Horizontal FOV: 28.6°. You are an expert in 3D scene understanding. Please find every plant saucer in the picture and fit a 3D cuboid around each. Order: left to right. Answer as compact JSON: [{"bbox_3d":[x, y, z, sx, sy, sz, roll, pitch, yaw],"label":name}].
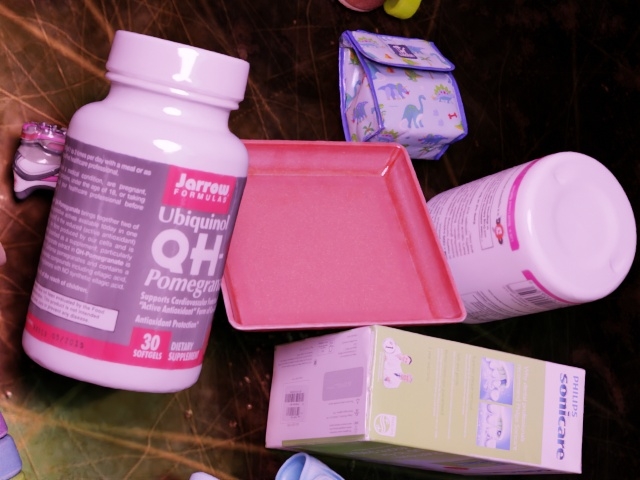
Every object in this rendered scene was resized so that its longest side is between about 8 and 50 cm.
[{"bbox_3d":[0.000,0.000,1.354,0.258,0.047,0.259,-1,50,-20],"label":"plant saucer"}]

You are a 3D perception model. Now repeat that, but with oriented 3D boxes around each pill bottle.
[{"bbox_3d":[-0.167,-0.030,1.195,0.176,0.176,0.318,10,97,-30],"label":"pill bottle"},{"bbox_3d":[0.200,0.008,1.413,0.160,0.283,0.160,7,76,-31],"label":"pill bottle"}]

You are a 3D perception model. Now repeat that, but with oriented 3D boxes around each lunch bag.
[{"bbox_3d":[0.094,-0.180,1.506,0.129,0.096,0.151,2,64,-29],"label":"lunch bag"}]

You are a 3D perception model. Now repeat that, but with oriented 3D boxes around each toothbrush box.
[{"bbox_3d":[0.114,0.182,1.368,0.283,0.206,0.122,13,74,-31],"label":"toothbrush box"}]

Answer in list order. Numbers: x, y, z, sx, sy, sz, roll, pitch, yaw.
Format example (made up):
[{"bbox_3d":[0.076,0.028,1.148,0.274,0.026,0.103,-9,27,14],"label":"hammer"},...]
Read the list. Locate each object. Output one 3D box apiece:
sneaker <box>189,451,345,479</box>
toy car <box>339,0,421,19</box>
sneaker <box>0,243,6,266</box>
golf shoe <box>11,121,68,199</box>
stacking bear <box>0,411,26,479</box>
[{"bbox_3d":[0.020,0.301,1.328,0.366,0.135,0.150,8,79,-32],"label":"sneaker"},{"bbox_3d":[0.089,-0.363,1.479,0.155,0.188,0.149,15,72,-29],"label":"toy car"},{"bbox_3d":[-0.386,-0.032,1.176,0.086,0.064,0.192,-35,85,-33],"label":"sneaker"},{"bbox_3d":[-0.228,-0.064,1.298,0.186,0.067,0.086,13,97,-28],"label":"golf shoe"},{"bbox_3d":[-0.331,0.261,1.108,0.175,0.164,0.289,-14,92,-33],"label":"stacking bear"}]
